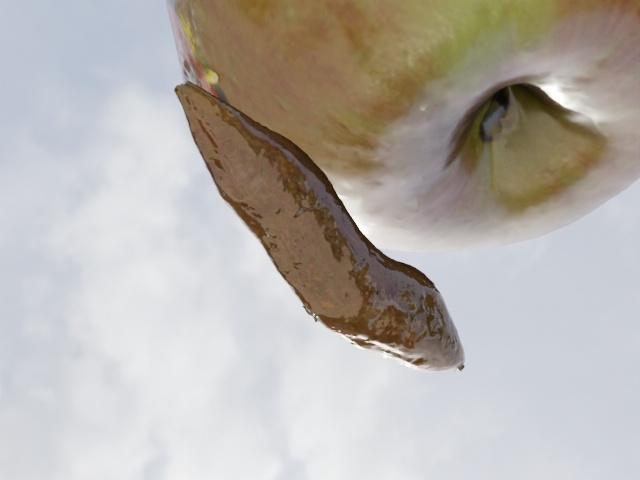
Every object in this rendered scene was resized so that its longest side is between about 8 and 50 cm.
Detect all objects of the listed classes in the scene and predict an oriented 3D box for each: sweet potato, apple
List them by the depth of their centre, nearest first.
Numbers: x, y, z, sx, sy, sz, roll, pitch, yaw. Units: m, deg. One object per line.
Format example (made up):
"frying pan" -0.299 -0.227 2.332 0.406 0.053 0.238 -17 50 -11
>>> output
"sweet potato" 0.000 0.002 0.788 0.051 0.218 0.065 -30 -154 33
"apple" 0.080 -0.189 1.048 0.400 0.400 0.333 -39 -125 31
